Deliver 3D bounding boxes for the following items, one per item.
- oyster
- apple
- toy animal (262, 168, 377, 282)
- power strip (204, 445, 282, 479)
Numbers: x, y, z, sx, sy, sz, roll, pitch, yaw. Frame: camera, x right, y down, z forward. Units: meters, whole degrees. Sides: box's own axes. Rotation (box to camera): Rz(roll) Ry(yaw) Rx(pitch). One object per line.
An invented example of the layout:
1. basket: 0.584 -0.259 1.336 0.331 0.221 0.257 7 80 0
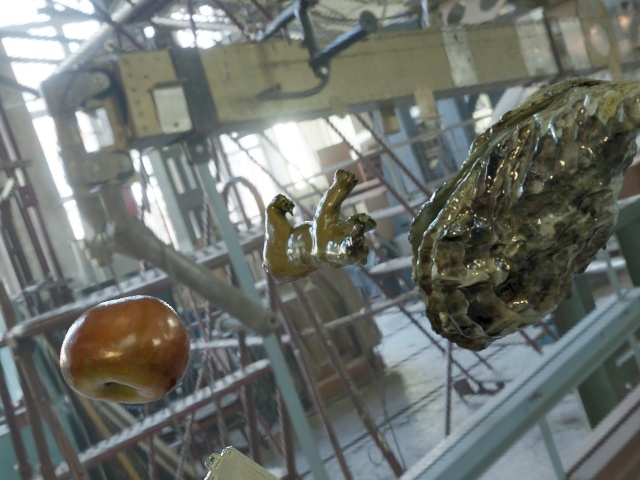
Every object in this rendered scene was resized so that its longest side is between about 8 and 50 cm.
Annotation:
1. oyster: 0.201 -0.028 0.720 0.162 0.158 0.351 -14 -32 -37
2. apple: -0.350 0.195 1.373 0.234 0.173 0.210 0 -31 2
3. toy animal: 0.000 0.000 0.876 0.218 0.103 0.101 -16 43 49
4. power strip: -0.098 0.556 1.602 0.098 0.338 0.058 -55 -4 -28
